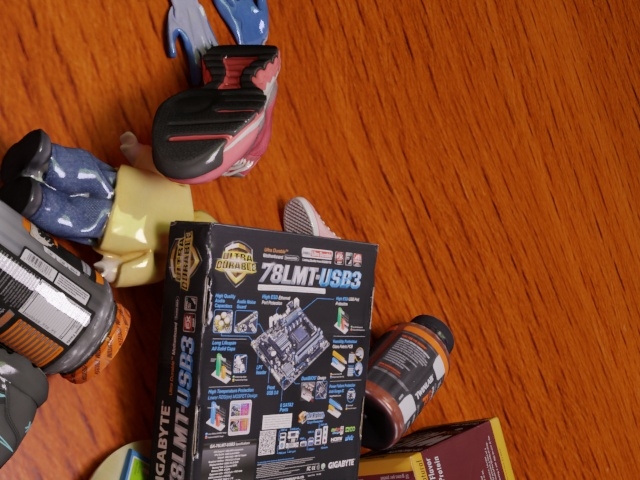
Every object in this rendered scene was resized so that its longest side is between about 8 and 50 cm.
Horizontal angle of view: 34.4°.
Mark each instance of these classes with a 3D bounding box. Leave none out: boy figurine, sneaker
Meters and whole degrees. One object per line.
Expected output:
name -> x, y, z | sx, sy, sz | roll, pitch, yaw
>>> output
boy figurine -> -0.203, -0.030, 1.124 | 0.285, 0.092, 0.177 | 22, 62, -41
sneaker -> -0.101, -0.120, 1.193 | 0.314, 0.116, 0.136 | -69, 157, -58
sneaker -> 0.000, 0.000, 1.352 | 0.070, 0.051, 0.134 | -29, 102, -48
sneaker -> -0.361, 0.113, 0.907 | 0.267, 0.101, 0.106 | 37, 56, -31

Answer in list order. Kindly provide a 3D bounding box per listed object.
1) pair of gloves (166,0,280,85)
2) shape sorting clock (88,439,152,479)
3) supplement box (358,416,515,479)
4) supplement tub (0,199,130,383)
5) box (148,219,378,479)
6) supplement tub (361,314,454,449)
pair of gloves -> -0.129, -0.278, 1.332 | 0.198, 0.023, 0.159 | -21, 92, -48
shape sorting clock -> -0.170, 0.311, 1.078 | 0.206, 0.040, 0.206 | 34, 43, -39
supplement box -> 0.149, 0.348, 1.328 | 0.194, 0.129, 0.191 | -11, 85, -47
supplement tub -> -0.283, 0.051, 0.995 | 0.190, 0.117, 0.117 | 42, 51, -29
box -> -0.054, 0.135, 1.160 | 0.296, 0.073, 0.293 | 6, 86, -52
supplement tub -> 0.103, 0.177, 1.356 | 0.198, 0.106, 0.106 | -43, 108, -44
